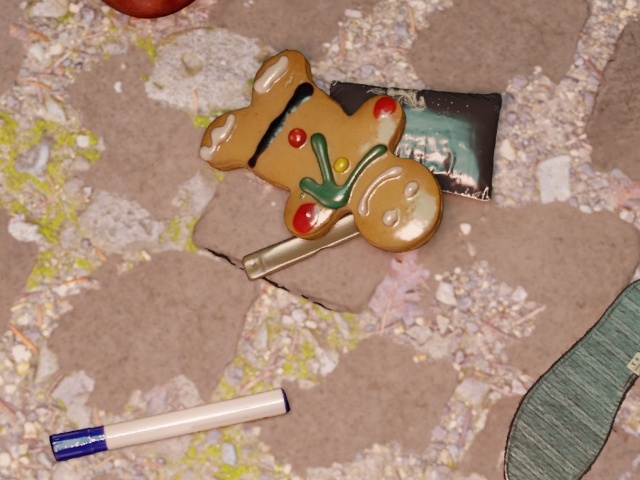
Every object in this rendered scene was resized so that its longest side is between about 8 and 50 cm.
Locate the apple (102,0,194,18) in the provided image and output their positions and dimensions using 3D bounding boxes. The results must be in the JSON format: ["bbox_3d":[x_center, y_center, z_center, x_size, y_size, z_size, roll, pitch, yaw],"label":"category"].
[{"bbox_3d":[-0.206,-0.389,1.658,0.234,0.234,0.234,0,72,-1],"label":"apple"}]

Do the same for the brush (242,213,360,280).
[{"bbox_3d":[0.000,0.000,1.631,0.190,0.027,0.034,-23,70,0],"label":"brush"}]

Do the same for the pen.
[{"bbox_3d":[-0.168,0.206,1.558,0.269,0.033,0.033,-11,73,-5],"label":"pen"}]

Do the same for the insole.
[{"bbox_3d":[0.311,0.169,1.588,0.110,0.012,0.309,39,76,12],"label":"insole"}]

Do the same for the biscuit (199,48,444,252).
[{"bbox_3d":[0.013,-0.095,1.610,0.301,0.049,0.197,37,92,19],"label":"biscuit"}]

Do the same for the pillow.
[{"bbox_3d":[0.107,-0.121,1.653,0.208,0.055,0.141,6,75,4],"label":"pillow"}]
